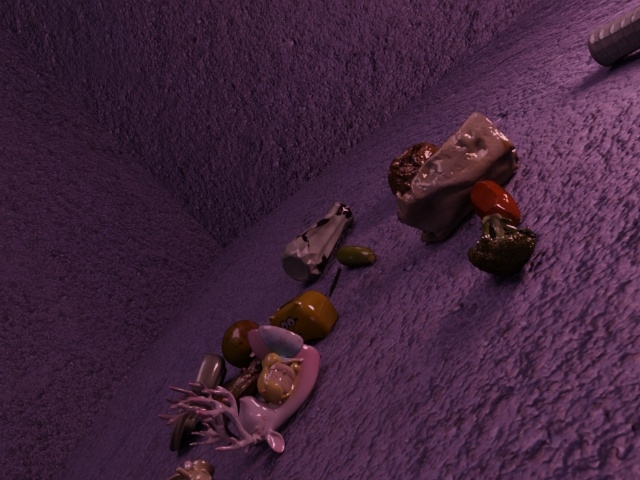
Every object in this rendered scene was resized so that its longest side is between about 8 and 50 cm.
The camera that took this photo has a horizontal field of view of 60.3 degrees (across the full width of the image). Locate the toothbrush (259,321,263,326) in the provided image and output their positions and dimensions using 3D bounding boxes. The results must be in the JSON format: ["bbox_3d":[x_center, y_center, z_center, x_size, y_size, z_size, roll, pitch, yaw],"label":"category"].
[{"bbox_3d":[-0.226,0.321,1.957,0.006,0.008,0.097,-50,7,39],"label":"toothbrush"}]

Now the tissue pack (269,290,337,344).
[{"bbox_3d":[-0.052,0.217,1.536,0.178,0.127,0.123,-32,15,35],"label":"tissue pack"}]

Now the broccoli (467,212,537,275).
[{"bbox_3d":[0.346,0.009,1.065,0.130,0.120,0.131,-19,-14,13],"label":"broccoli"}]

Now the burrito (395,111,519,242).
[{"bbox_3d":[0.350,-0.141,1.409,0.332,0.190,0.135,-47,38,0],"label":"burrito"}]

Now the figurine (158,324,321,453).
[{"bbox_3d":[-0.174,0.341,1.239,0.206,0.284,0.316,-32,29,43],"label":"figurine"}]

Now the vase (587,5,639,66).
[{"bbox_3d":[0.828,-0.549,1.376,0.143,0.143,0.299,-49,13,-23],"label":"vase"}]

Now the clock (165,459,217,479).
[{"bbox_3d":[-0.305,0.607,1.118,0.276,0.120,0.379,-49,19,-9],"label":"clock"}]

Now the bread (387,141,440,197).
[{"bbox_3d":[0.327,-0.249,1.895,0.230,0.123,0.230,-38,13,11],"label":"bread"}]

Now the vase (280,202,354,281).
[{"bbox_3d":[0.000,0.000,2.023,0.165,0.165,0.360,-29,15,44],"label":"vase"}]

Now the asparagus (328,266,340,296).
[{"bbox_3d":[0.046,0.130,1.764,0.016,0.013,0.166,-23,22,27],"label":"asparagus"}]

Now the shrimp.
[{"bbox_3d":[-0.227,0.409,1.562,0.317,0.077,0.168,-43,11,14],"label":"shrimp"}]

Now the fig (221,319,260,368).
[{"bbox_3d":[-0.216,0.325,1.695,0.186,0.148,0.142,22,42,33],"label":"fig"}]

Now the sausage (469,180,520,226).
[{"bbox_3d":[0.398,-0.083,1.273,0.089,0.089,0.179,-40,24,11],"label":"sausage"}]

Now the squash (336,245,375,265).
[{"bbox_3d":[0.111,0.050,1.725,0.066,0.066,0.201,-47,20,-18],"label":"squash"}]

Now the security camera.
[{"bbox_3d":[-0.363,0.487,1.650,0.157,0.080,0.302,103,-173,-51],"label":"security camera"}]
